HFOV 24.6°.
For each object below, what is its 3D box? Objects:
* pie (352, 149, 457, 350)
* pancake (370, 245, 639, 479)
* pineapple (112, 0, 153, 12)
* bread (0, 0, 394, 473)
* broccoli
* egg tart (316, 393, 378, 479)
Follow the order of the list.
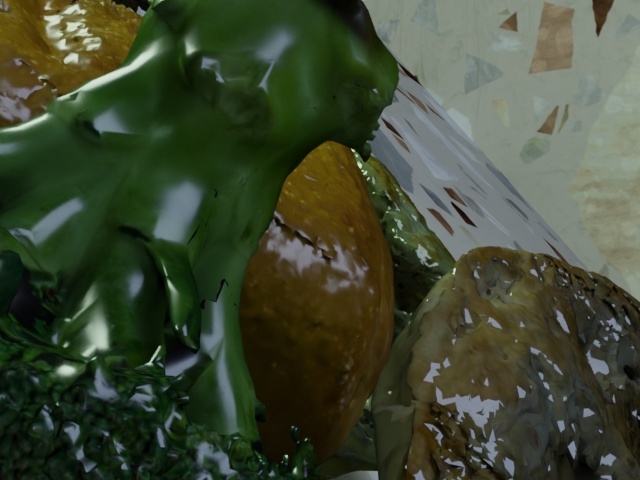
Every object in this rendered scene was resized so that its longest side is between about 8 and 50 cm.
[{"bbox_3d":[0.052,0.036,0.978,0.248,0.090,0.201,52,-4,48],"label":"pie"},{"bbox_3d":[0.138,0.180,0.556,0.387,0.082,0.387,37,37,-34],"label":"pancake"},{"bbox_3d":[-0.197,-0.259,1.322,0.165,0.165,0.364,42,16,-11],"label":"pineapple"},{"bbox_3d":[-0.117,-0.047,0.799,0.337,0.148,0.328,25,21,-12],"label":"bread"},{"bbox_3d":[-0.108,0.024,0.523,0.297,0.297,0.297,32,-23,15],"label":"broccoli"},{"bbox_3d":[-0.018,0.092,0.976,0.197,0.078,0.197,44,12,-12],"label":"egg tart"}]
